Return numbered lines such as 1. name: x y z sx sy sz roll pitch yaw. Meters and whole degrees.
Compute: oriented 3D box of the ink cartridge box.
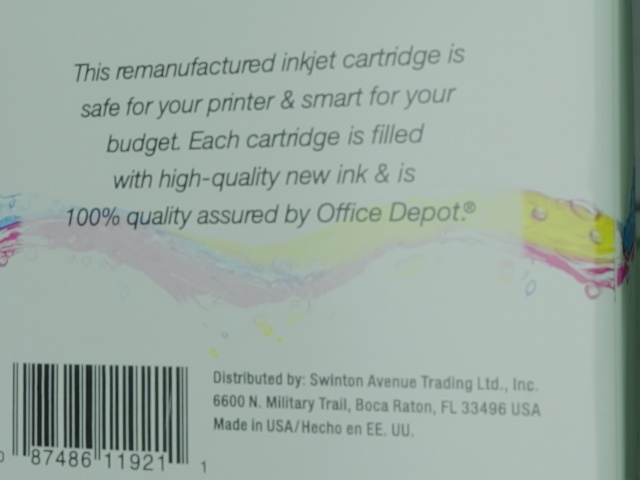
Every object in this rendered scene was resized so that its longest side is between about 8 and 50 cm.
1. ink cartridge box: 0.000 0.000 0.416 0.201 0.117 0.278 -1 89 17
